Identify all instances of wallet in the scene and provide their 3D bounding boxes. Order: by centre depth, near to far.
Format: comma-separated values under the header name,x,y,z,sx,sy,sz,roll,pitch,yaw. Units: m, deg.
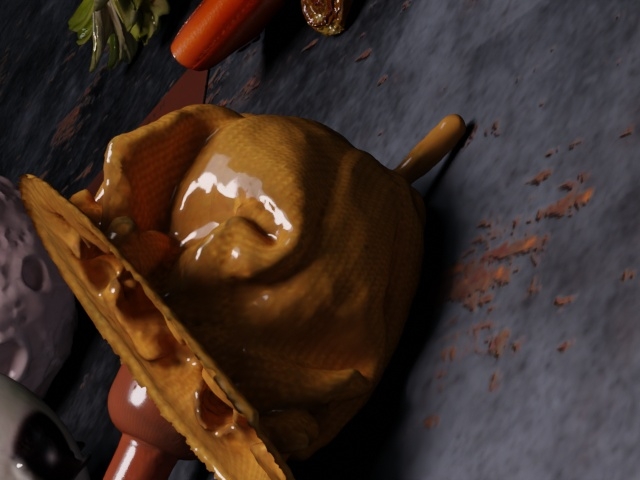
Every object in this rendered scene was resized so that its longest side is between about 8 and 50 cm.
name,x,y,z,sx,sy,sz,roll,pitch,yaw
wallet,-0.025,-0.224,1.310,0.204,0.045,0.142,-45,-1,33

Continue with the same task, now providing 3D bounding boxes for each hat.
name,x,y,z,sx,sy,sz,roll,pitch,yaw
hat,0.000,0.000,0.935,0.233,0.233,0.244,-38,29,-17

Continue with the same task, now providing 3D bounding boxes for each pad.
name,x,y,z,sx,sy,sz,roll,pitch,yaw
pad,-0.180,-0.046,1.539,0.267,0.004,0.181,-45,25,34

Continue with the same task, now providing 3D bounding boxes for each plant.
name,x,y,z,sx,sy,sz,roll,pitch,yaw
plant,-0.200,-0.352,1.733,0.261,0.297,0.306,-32,1,-11

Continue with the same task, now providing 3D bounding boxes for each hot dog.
name,x,y,z,sx,sy,sz,roll,pitch,yaw
hot dog,0.012,-0.193,1.254,0.058,0.035,0.083,-26,40,59

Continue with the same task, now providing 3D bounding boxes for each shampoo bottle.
name,x,y,z,sx,sy,sz,roll,pitch,yaw
shampoo bottle,-0.081,0.078,1.058,0.085,0.085,0.244,-5,58,65

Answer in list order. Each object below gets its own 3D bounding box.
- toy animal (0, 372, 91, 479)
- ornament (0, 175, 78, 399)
name,x,y,z,sx,sy,sz,roll,pitch,yaw
toy animal,-0.284,0.233,1.139,0.310,0.251,0.251,-53,20,-10
ornament,-0.325,0.061,1.414,0.259,0.225,0.259,-36,5,4
